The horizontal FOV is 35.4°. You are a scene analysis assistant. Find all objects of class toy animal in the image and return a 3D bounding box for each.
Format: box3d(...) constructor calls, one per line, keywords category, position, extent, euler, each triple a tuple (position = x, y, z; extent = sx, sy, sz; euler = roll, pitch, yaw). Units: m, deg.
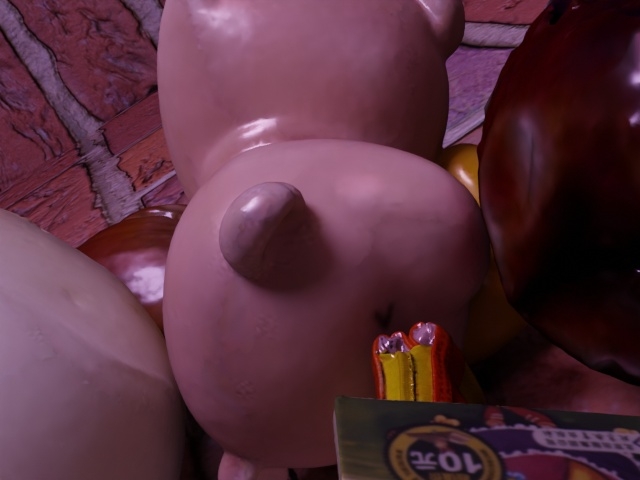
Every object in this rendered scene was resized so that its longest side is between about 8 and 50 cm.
box3d(category="toy animal", position=(0.022, -0.002, 0.620), extent=(0.278, 0.345, 0.247), euler=(5, 17, 6))

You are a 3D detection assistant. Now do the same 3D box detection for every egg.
box3d(category="egg", position=(-0.239, 0.151, 0.655), extent=(0.283, 0.283, 0.345), euler=(6, 74, 58))

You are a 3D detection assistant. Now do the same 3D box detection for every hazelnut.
box3d(category="hazelnut", position=(-0.118, 0.045, 0.869), extent=(0.180, 0.181, 0.212), euler=(-61, -12, 27))

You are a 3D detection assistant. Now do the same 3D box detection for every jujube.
box3d(category="jujube", position=(0.233, -0.064, 0.550), extent=(0.258, 0.258, 0.377), euler=(-17, 13, 34))

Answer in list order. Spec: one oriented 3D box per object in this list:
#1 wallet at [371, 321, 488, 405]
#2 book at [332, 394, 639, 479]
box3d(category="wallet", position=(0.065, 0.147, 0.451), extent=(0.067, 0.141, 0.241), euler=(-20, 24, 15))
box3d(category="book", position=(0.124, 0.155, 0.303), extent=(0.229, 0.018, 0.322), euler=(4, 28, -7))
